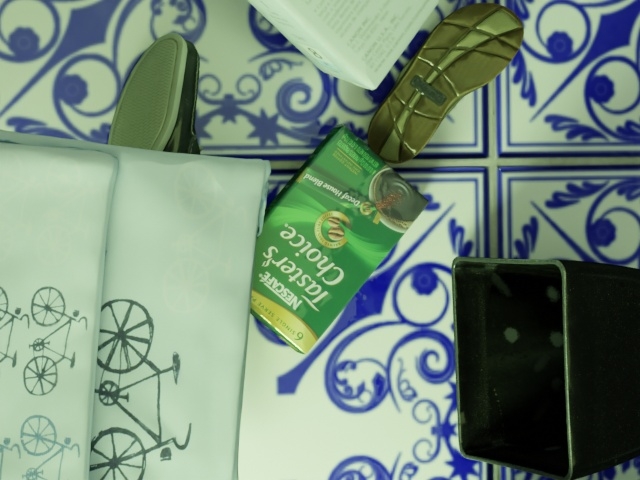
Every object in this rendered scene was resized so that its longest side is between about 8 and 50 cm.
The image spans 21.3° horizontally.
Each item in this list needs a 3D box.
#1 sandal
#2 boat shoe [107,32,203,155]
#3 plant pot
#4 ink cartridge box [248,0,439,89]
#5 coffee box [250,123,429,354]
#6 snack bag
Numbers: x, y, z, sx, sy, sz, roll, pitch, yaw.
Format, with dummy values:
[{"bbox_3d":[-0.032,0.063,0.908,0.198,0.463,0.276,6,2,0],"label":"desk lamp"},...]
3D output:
[{"bbox_3d":[0.110,-0.147,1.564,0.072,0.049,0.180,40,97,-6],"label":"sandal"},{"bbox_3d":[-0.139,-0.065,1.498,0.079,0.084,0.233,13,82,-44],"label":"boat shoe"},{"bbox_3d":[0.239,0.104,1.536,0.167,0.188,0.187,-4,92,-25],"label":"plant pot"},{"bbox_3d":[0.000,-0.361,1.435,0.385,0.091,0.308,41,83,-35],"label":"ink cartridge box"},{"bbox_3d":[0.000,0.000,1.540,0.113,0.040,0.184,42,82,-11],"label":"coffee box"},{"bbox_3d":[-0.187,0.078,1.392,0.343,0.037,0.323,5,90,-38],"label":"snack bag"}]
